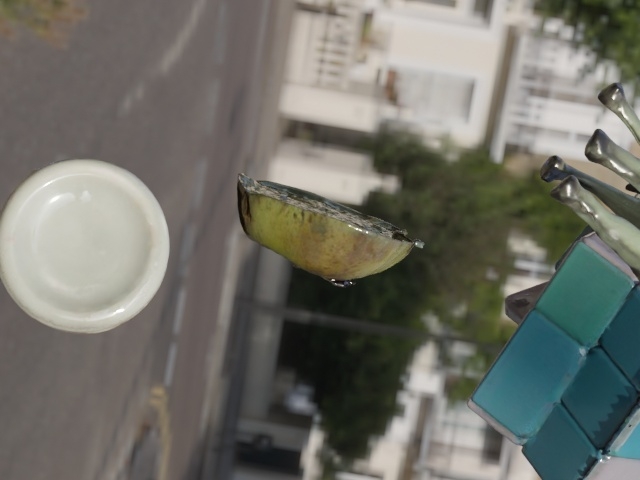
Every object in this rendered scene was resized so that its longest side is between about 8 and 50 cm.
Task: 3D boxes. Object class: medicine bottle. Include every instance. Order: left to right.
[{"bbox_3d":[-0.301,0.015,2.166,0.371,0.211,0.211,156,-56,-81],"label":"medicine bottle"}]

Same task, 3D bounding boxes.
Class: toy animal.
[{"bbox_3d":[0.224,-0.008,1.106,0.090,0.170,0.255,-49,-158,19],"label":"toy animal"}]

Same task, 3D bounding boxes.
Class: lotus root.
[{"bbox_3d":[-0.004,-0.001,1.732,0.183,0.203,0.078,4,105,-65],"label":"lotus root"}]

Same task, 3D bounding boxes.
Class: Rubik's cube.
[{"bbox_3d":[0.395,0.168,2.170,0.387,0.358,0.368,-57,163,24],"label":"Rubik's cube"}]
